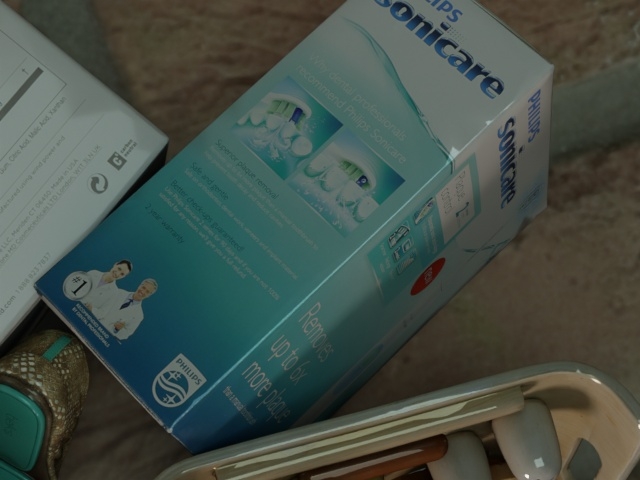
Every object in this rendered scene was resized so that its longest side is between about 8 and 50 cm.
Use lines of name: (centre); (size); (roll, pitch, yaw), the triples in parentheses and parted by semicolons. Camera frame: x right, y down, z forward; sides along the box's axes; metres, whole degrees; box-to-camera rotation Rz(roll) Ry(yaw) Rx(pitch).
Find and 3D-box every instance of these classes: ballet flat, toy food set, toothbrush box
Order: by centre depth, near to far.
toy food set: (0.037, 0.186, 0.824); (0.306, 0.220, 0.092); (-13, 61, -9)
toothbrush box: (0.000, 0.000, 0.829); (0.295, 0.216, 0.126); (-44, 70, -10)
ballet flat: (-0.181, 0.123, 0.838); (0.073, 0.206, 0.067); (35, 50, 1)

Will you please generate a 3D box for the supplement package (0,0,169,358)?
supplement package: (-0.262, -0.078, 0.829); (0.293, 0.177, 0.175); (39, 82, -3)
